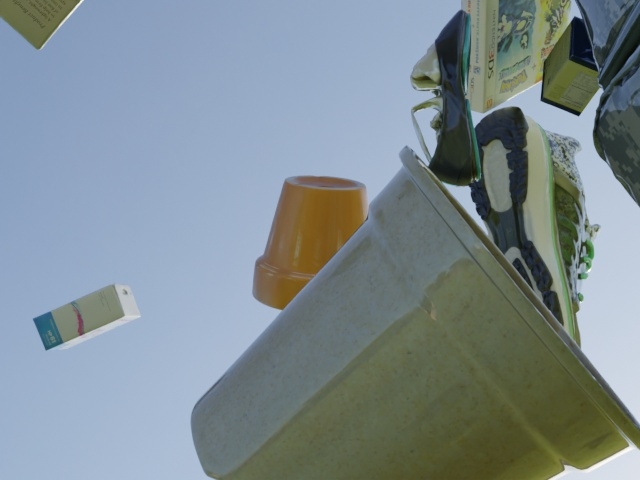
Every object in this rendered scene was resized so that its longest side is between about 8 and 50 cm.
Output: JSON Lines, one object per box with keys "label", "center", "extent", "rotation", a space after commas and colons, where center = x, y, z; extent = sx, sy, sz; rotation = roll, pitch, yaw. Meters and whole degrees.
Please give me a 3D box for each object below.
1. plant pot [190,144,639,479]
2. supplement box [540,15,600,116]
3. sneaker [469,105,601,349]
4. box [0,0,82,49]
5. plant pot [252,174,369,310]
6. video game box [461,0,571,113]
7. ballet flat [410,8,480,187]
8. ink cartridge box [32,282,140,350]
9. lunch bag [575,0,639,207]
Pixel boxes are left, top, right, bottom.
{"label": "plant pot", "center": [0.067, 0.141, 0.942], "extent": [0.305, 0.334, 0.334], "rotation": [-40, -43, 9]}
{"label": "supplement box", "center": [0.323, -0.219, 1.335], "extent": [0.056, 0.083, 0.083], "rotation": [21, -42, -6]}
{"label": "sneaker", "center": [0.328, 0.020, 1.447], "extent": [0.182, 0.411, 0.158], "rotation": [-1, -7, -30]}
{"label": "box", "center": [-0.395, -0.366, 1.392], "extent": [0.119, 0.182, 0.181], "rotation": [-45, -69, 8]}
{"label": "plant pot", "center": [0.000, 0.000, 1.656], "extent": [0.205, 0.205, 0.188], "rotation": [-2, -77, -25]}
{"label": "video game box", "center": [0.262, -0.289, 1.408], "extent": [0.205, 0.048, 0.187], "rotation": [-31, -47, -37]}
{"label": "ballet flat", "center": [0.129, -0.152, 1.112], "extent": [0.074, 0.203, 0.074], "rotation": [0, -19, 0]}
{"label": "ink cartridge box", "center": [-0.322, 0.107, 1.473], "extent": [0.122, 0.052, 0.088], "rotation": [-25, -6, 4]}
{"label": "lunch bag", "center": [0.278, -0.114, 0.587], "extent": [0.212, 0.256, 0.305], "rotation": [-11, -12, -3]}
